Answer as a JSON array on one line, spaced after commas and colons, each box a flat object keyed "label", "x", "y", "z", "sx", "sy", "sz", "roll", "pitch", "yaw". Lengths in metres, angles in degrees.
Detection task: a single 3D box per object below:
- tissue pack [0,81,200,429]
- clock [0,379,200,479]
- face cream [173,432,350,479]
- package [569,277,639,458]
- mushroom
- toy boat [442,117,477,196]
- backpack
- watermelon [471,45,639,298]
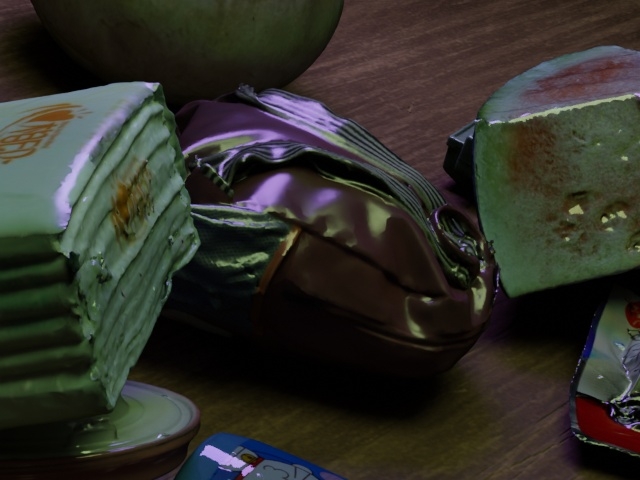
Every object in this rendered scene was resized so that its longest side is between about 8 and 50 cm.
[{"label": "tissue pack", "x": -0.304, "y": 0.022, "z": 1.356, "sx": 0.388, "sy": 0.162, "sz": 0.287, "roll": -8, "pitch": 22, "yaw": 12}, {"label": "clock", "x": -0.204, "y": 0.127, "z": 1.381, "sx": 0.244, "sy": 0.056, "sz": 0.244, "roll": -1, "pitch": 8, "yaw": 0}, {"label": "face cream", "x": 0.020, "y": 0.228, "z": 1.381, "sx": 0.264, "sy": 0.083, "sz": 0.149, "roll": 24, "pitch": 31, "yaw": 13}, {"label": "package", "x": 0.312, "y": 0.133, "z": 1.782, "sx": 0.194, "sy": 0.071, "sz": 0.269, "roll": 13, "pitch": 38, "yaw": -2}, {"label": "mushroom", "x": -0.145, "y": -0.288, "z": 2.110, "sx": 0.352, "sy": 0.260, "sz": 0.352, "roll": 15, "pitch": 21, "yaw": -6}, {"label": "toy boat", "x": 0.249, "y": -0.110, "z": 2.185, "sx": 0.141, "sy": 0.092, "sz": 0.319, "roll": 27, "pitch": 26, "yaw": 16}, {"label": "backpack", "x": 0.000, "y": 0.000, "z": 1.691, "sx": 0.317, "sy": 0.197, "sz": 0.283, "roll": 18, "pitch": 24, "yaw": -1}, {"label": "watermelon", "x": 0.304, "y": -0.066, "z": 1.906, "sx": 0.258, "sy": 0.228, "sz": 0.387, "roll": -2, "pitch": 11, "yaw": 36}]
